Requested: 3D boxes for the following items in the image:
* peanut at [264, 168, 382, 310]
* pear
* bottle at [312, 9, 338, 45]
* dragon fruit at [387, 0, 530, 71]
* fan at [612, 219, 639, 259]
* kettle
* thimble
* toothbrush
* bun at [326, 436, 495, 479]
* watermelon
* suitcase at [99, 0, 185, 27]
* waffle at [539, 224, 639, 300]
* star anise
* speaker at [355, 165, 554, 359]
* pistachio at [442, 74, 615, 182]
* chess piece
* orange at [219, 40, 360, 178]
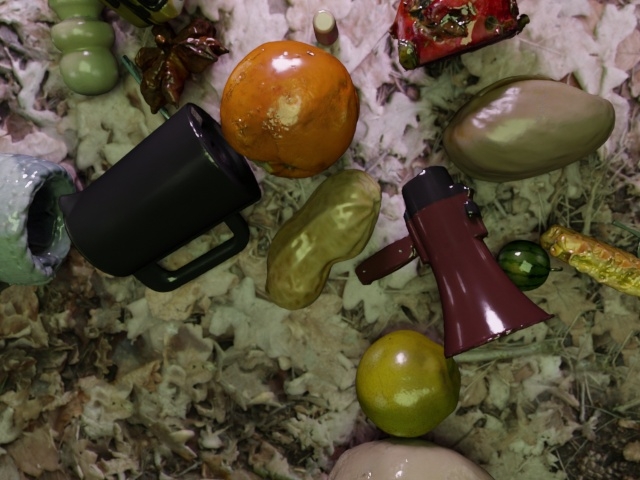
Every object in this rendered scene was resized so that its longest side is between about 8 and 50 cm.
[{"bbox_3d":[0.000,0.000,0.997,0.147,0.147,0.305,43,102,-3],"label":"peanut"},{"bbox_3d":[0.161,0.267,0.998,0.198,0.198,0.198,1,98,4],"label":"pear"},{"bbox_3d":[0.008,-0.385,0.960,0.045,0.096,0.045,1,99,5],"label":"bottle"},{"bbox_3d":[0.231,-0.390,0.902,0.282,0.211,0.147,-25,103,-19],"label":"dragon fruit"},{"bbox_3d":[0.639,0.003,1.017,0.175,0.005,0.113,26,99,-1],"label":"fan"},{"bbox_3d":[-0.281,-0.071,1.002,0.308,0.262,0.203,-34,59,11],"label":"kettle"},{"bbox_3d":[-0.576,-0.038,0.994,0.172,0.205,0.250,9,104,3],"label":"thimble"},{"bbox_3d":[-0.323,-0.268,1.040,0.019,0.016,0.219,-33,96,16],"label":"toothbrush"},{"bbox_3d":[0.163,0.526,0.984,0.362,0.234,0.325,-6,116,8],"label":"bun"},{"bbox_3d":[0.385,0.048,0.997,0.109,0.109,0.108,1,98,4],"label":"watermelon"},{"bbox_3d":[-0.315,-0.495,0.892,0.143,0.194,0.234,2,71,37],"label":"suitcase"},{"bbox_3d":[0.497,0.031,0.957,0.211,0.160,0.055,24,108,4],"label":"waffle"},{"bbox_3d":[-0.263,-0.335,0.962,0.213,0.196,0.111,-22,132,36],"label":"star anise"},{"bbox_3d":[0.229,0.056,0.982,0.198,0.259,0.329,-10,63,-33],"label":"speaker"},{"bbox_3d":[0.362,-0.189,0.934,0.288,0.166,0.197,-2,121,0],"label":"pistachio"},{"bbox_3d":[-0.441,-0.397,0.979,0.145,0.144,0.251,-4,104,5],"label":"chess piece"},{"bbox_3d":[-0.051,-0.221,0.916,0.240,0.240,0.239,1,98,4],"label":"orange"}]
